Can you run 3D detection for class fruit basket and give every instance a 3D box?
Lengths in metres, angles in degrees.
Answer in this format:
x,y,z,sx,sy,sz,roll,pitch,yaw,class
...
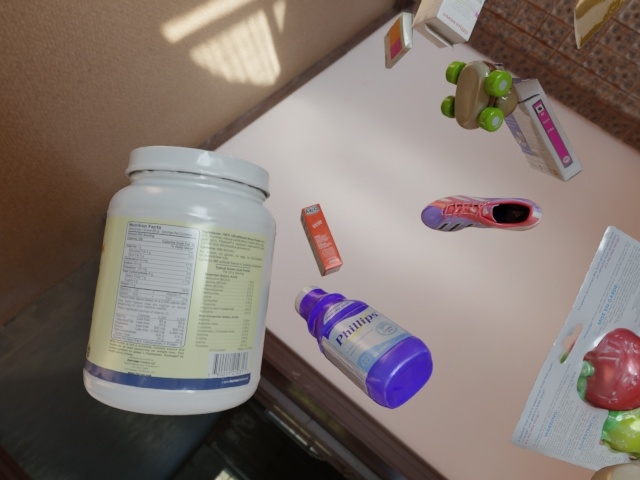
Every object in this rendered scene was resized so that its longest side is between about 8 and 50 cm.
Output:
x,y,z,sx,sy,sz,roll,pitch,yaw,class
0.463,0.191,0.660,0.327,0.353,0.165,-66,-164,0,fruit basket

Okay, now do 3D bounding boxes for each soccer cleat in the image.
x,y,z,sx,sy,sz,roll,pitch,yaw,class
0.327,-0.058,0.924,0.095,0.248,0.083,10,85,-60,soccer cleat

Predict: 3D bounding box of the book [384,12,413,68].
x,y,z,sx,sy,sz,roll,pitch,yaw,class
0.218,-0.563,1.253,0.144,0.035,0.096,179,-91,-76,book

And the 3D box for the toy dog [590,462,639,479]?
x,y,z,sx,sy,sz,roll,pitch,yaw,class
0.273,0.395,0.432,0.333,0.161,0.220,-48,159,-12,toy dog

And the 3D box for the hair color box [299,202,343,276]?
x,y,z,sx,sy,sz,roll,pitch,yaw,class
0.000,0.000,0.940,0.043,0.141,0.072,-19,167,-11,hair color box

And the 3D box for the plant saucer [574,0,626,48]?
x,y,z,sx,sy,sz,roll,pitch,yaw,class
0.608,-0.551,0.784,0.333,0.081,0.333,-49,172,13,plant saucer

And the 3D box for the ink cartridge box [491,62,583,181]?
x,y,z,sx,sy,sz,roll,pitch,yaw,class
0.549,-0.330,1.173,0.069,0.371,0.175,-38,-160,10,ink cartridge box

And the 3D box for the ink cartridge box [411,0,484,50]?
x,y,z,sx,sy,sz,roll,pitch,yaw,class
0.262,-0.473,0.904,0.090,0.092,0.143,28,-85,63,ink cartridge box

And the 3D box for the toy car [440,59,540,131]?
x,y,z,sx,sy,sz,roll,pitch,yaw,class
0.402,-0.336,1.007,0.188,0.155,0.148,-13,123,-23,toy car

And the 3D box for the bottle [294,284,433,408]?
x,y,z,sx,sy,sz,roll,pitch,yaw,class
0.055,0.162,0.757,0.118,0.283,0.092,-32,125,-21,bottle

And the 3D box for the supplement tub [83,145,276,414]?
x,y,z,sx,sy,sz,roll,pitch,yaw,class
-0.188,0.052,0.629,0.235,0.236,0.324,37,59,-80,supplement tub
